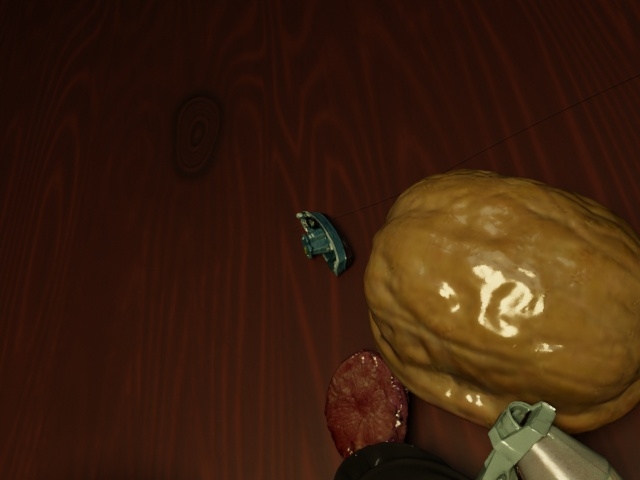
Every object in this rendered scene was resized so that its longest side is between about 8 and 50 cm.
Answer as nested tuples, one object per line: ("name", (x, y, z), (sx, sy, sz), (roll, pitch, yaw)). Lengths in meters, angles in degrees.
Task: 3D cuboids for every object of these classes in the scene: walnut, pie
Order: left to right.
("pie", (0.059, 0.217, 0.806), (0.154, 0.036, 0.154), (-21, 61, 46))
("walnut", (0.225, 0.070, 0.721), (0.344, 0.306, 0.306), (26, 68, 26))

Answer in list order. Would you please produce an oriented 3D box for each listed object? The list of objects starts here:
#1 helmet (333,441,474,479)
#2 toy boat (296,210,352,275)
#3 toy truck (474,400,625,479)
("helmet", (0.101, 0.360, 0.629), (0.231, 0.160, 0.279), (-11, 46, -39))
("toy boat", (0.000, 0.000, 1.006), (0.061, 0.060, 0.137), (-15, 52, -17))
("toy truck", (0.254, 0.271, 0.578), (0.257, 0.140, 0.108), (37, 35, 18))
